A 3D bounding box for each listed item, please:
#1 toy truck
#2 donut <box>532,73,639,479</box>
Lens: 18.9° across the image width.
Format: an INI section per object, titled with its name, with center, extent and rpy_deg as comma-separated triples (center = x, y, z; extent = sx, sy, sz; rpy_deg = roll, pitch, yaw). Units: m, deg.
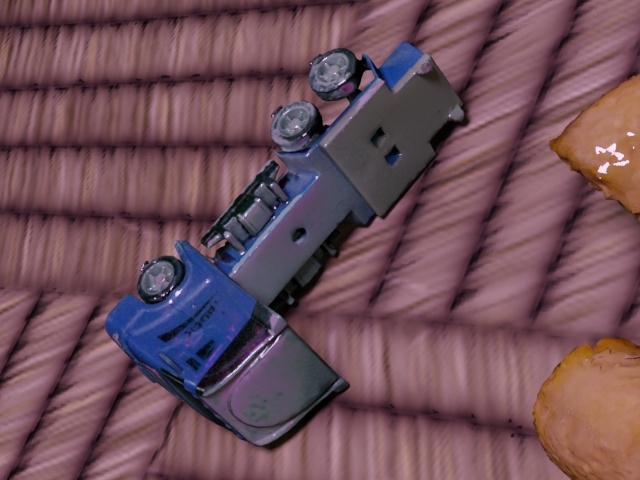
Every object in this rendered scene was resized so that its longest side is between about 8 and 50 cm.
[toy truck]
center = 0.000, 0.000, 0.781
extent = 0.175, 0.067, 0.081
rpy_deg = -49, 45, -8
[donut]
center = 0.139, 0.011, 0.635
extent = 0.146, 0.078, 0.181
rpy_deg = -13, 51, 38
